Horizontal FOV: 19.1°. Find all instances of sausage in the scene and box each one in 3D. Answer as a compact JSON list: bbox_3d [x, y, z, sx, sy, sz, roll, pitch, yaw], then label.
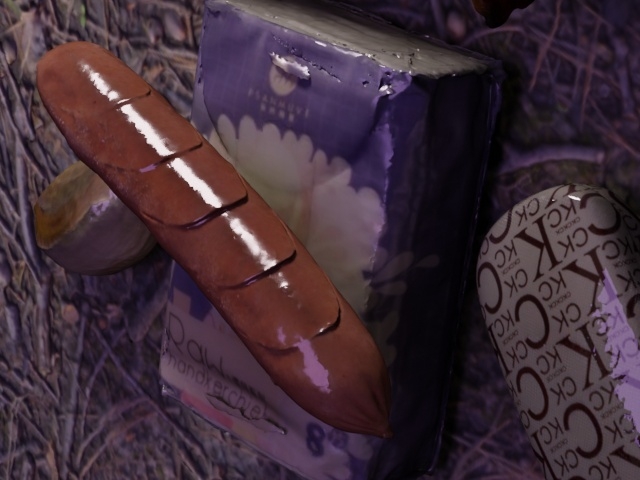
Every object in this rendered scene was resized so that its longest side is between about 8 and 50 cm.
[{"bbox_3d":[-0.081,-0.013,1.383,0.433,0.088,0.088,47,127,29],"label":"sausage"}]

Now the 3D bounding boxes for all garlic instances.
[{"bbox_3d":[-0.188,-0.026,1.677,0.195,0.087,0.101,-36,58,46],"label":"garlic"}]

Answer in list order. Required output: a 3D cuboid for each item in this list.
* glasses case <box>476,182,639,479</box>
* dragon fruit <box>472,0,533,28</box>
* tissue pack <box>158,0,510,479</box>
[{"bbox_3d":[0.211,0.131,1.285,0.137,0.085,0.355,-35,71,44],"label":"glasses case"},{"bbox_3d":[0.139,-0.284,1.164,0.329,0.286,0.228,-31,88,55],"label":"dragon fruit"},{"bbox_3d":[0.000,0.000,1.454,0.242,0.125,0.344,26,117,41],"label":"tissue pack"}]
